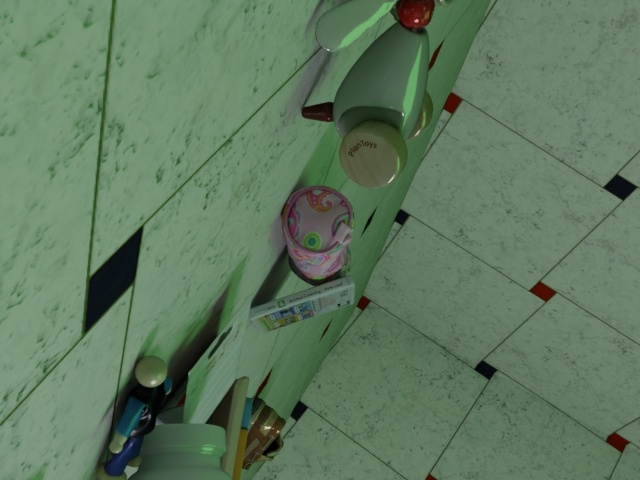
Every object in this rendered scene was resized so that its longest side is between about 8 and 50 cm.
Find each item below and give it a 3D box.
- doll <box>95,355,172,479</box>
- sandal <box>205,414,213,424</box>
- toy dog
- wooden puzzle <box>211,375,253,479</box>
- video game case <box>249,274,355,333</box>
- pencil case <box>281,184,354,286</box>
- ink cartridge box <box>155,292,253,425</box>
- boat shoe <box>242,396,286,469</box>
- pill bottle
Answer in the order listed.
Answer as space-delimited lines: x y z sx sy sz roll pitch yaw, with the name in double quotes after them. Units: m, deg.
-0.223 0.216 1.042 0.189 0.046 0.129 -65 172 29 "doll"
-0.210 0.442 1.757 0.120 0.086 0.302 -56 170 -34 "sandal"
0.058 -0.237 1.051 0.220 0.161 0.333 -33 136 -68 "toy dog"
-0.162 0.353 1.483 0.239 0.044 0.220 137 -37 -70 "wooden puzzle"
-0.031 0.121 1.589 0.193 0.023 0.212 -18 167 -2 "video game case"
0.000 0.000 1.453 0.124 0.124 0.284 -60 171 -13 "pencil case"
-0.176 0.193 1.277 0.181 0.056 0.224 -54 163 -43 "ink cartridge box"
-0.163 0.536 2.263 0.122 0.120 0.324 -56 170 -34 "boat shoe"
-0.187 0.384 1.136 0.153 0.153 0.264 101 -12 -66 "pill bottle"
